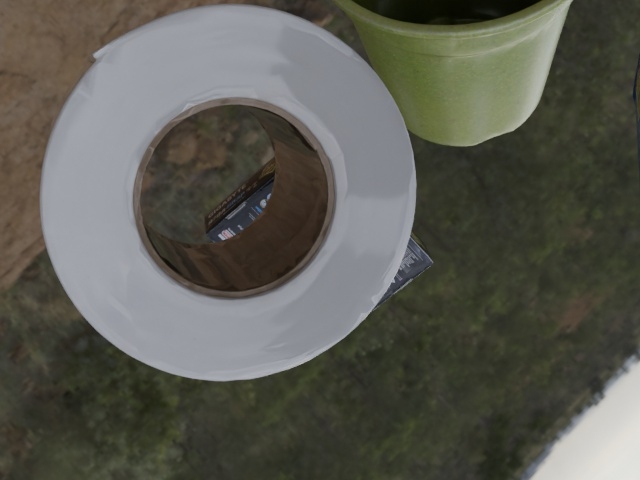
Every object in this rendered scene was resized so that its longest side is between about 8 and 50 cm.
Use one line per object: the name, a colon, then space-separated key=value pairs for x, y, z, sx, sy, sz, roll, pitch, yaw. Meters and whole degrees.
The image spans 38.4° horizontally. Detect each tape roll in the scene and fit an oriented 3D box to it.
tape roll: x=-0.074 y=-0.041 z=0.659 sx=0.246 sy=0.246 sz=0.169 roll=-45 pitch=-162 yaw=-3

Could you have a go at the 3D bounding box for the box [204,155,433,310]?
box: x=0.000 y=0.000 z=1.090 sx=0.175 sy=0.220 sz=0.051 roll=-40 pitch=-155 yaw=13

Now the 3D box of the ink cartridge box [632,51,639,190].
ink cartridge box: x=0.284 y=-0.037 z=0.384 sx=0.395 sy=0.269 sz=0.151 roll=-63 pitch=157 yaw=-54

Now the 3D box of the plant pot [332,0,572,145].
plant pot: x=0.141 y=-0.235 z=0.931 sx=0.276 sy=0.276 sz=0.254 roll=-42 pitch=153 yaw=-12
